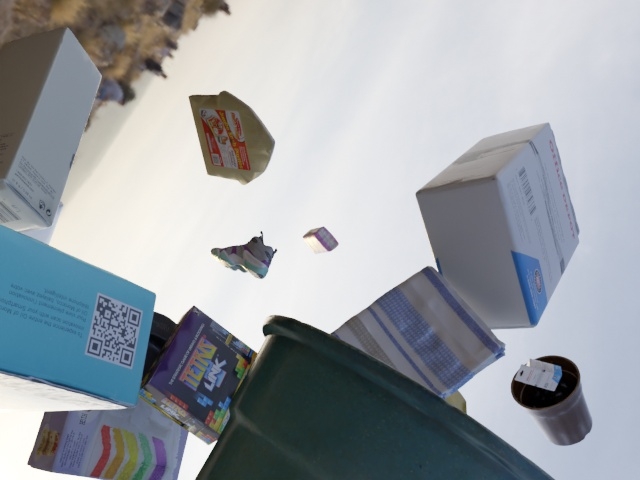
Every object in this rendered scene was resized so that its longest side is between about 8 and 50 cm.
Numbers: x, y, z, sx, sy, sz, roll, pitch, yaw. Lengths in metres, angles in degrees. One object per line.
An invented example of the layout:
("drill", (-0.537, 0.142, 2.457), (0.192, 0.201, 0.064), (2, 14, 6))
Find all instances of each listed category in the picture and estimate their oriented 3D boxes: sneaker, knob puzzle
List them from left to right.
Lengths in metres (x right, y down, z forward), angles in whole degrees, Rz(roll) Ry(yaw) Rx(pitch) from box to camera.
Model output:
("knob puzzle", (-0.160, -0.200, 1.318), (0.030, 0.213, 0.213), (-39, -178, -43))
("sneaker", (-0.107, 0.012, 0.994), (0.069, 0.098, 0.038), (-61, 157, -22))

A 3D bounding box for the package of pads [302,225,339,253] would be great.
("package of pads", (0.000, 0.000, 1.350), (0.032, 0.050, 0.083), (-41, -170, -18))

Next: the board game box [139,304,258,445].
("board game box", (-0.186, 0.206, 1.061), (0.048, 0.141, 0.170), (-39, -162, 36))

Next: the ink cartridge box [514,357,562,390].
("ink cartridge box", (0.449, 0.275, 1.405), (0.028, 0.083, 0.048), (-66, 169, -57))

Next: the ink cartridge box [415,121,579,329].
("ink cartridge box", (0.368, -0.039, 1.347), (0.166, 0.286, 0.395), (-9, -163, 35))

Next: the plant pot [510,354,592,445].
("plant pot", (0.567, 0.394, 1.635), (0.166, 0.165, 0.167), (-26, -155, 14))

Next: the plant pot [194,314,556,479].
("plant pot", (-0.001, 0.296, 0.554), (0.334, 0.341, 0.341), (-55, -163, -16))

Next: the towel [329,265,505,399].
("towel", (0.148, 0.184, 1.149), (0.285, 0.209, 0.034), (-32, 158, -19))

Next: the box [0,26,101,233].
("box", (-0.375, -0.141, 0.864), (0.113, 0.094, 0.275), (-8, -128, 16))

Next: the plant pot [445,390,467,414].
("plant pot", (0.225, 0.313, 1.265), (0.081, 0.083, 0.082), (-68, -176, -64))

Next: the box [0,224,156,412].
("box", (-0.212, 0.053, 0.363), (0.244, 0.100, 0.060), (-10, -118, 31))

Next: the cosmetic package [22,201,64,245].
("cosmetic package", (-0.618, 0.020, 1.019), (0.162, 0.230, 0.453), (-62, 180, 22))

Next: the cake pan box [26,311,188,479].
("cake pan box", (-0.304, 0.245, 1.082), (0.070, 0.245, 0.267), (-3, -115, 34))
